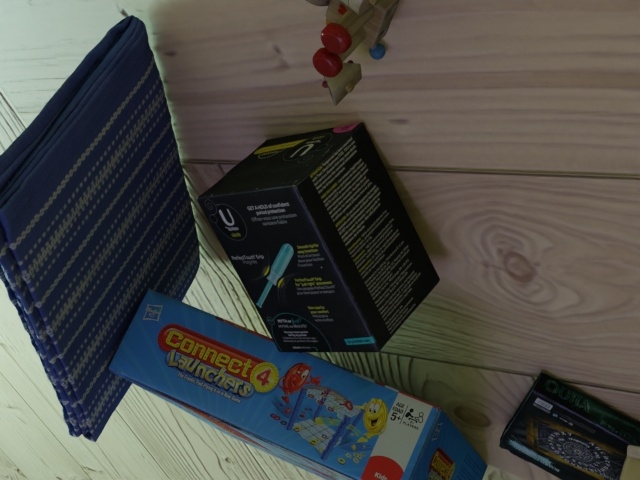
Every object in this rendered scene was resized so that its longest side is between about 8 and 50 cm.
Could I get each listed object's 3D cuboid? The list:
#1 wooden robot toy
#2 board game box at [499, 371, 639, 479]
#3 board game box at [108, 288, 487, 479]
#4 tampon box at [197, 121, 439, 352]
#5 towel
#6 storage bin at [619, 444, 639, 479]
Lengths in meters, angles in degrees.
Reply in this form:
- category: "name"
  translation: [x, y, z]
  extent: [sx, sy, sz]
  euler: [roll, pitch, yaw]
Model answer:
- category: "wooden robot toy"
  translation: [0.009, -0.169, 0.752]
  extent: [0.079, 0.076, 0.173]
  euler: [40, 148, 12]
- category: "board game box"
  translation: [0.267, 0.202, 1.032]
  extent: [0.186, 0.026, 0.126]
  euler: [28, 147, 10]
- category: "board game box"
  translation: [-0.008, 0.179, 1.095]
  extent: [0.302, 0.086, 0.308]
  euler: [20, 167, 22]
- category: "tampon box"
  translation: [0.000, 0.000, 0.922]
  extent: [0.120, 0.101, 0.161]
  euler: [-4, 121, 44]
- category: "towel"
  translation: [-0.192, -0.002, 0.977]
  extent: [0.040, 0.243, 0.336]
  euler: [16, 143, 18]
- category: "storage bin"
  translation: [0.382, 0.319, 0.959]
  extent: [0.260, 0.123, 0.262]
  euler: [9, 142, 24]
